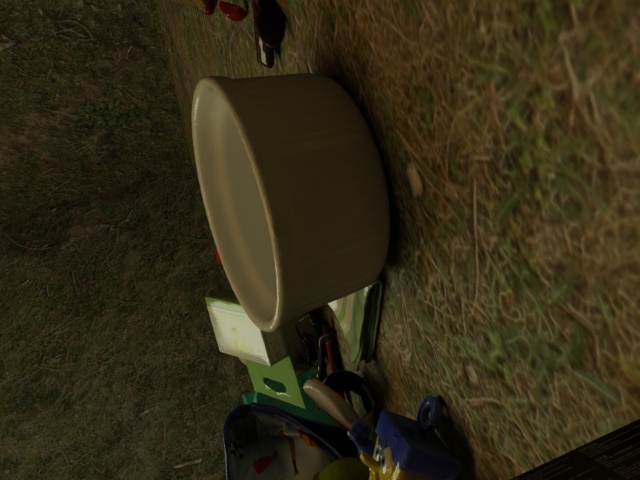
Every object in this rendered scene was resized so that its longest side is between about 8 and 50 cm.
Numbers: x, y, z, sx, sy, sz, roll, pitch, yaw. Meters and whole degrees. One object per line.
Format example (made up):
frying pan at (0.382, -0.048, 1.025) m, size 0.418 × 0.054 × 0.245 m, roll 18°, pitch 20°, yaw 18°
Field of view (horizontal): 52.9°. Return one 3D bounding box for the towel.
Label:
towel at (0.000, 0.000, 0.924) m, size 0.247 × 0.038 × 0.324 m, roll 90°, pitch 158°, yaw -54°

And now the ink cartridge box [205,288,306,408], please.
ink cartridge box at (-0.127, 0.214, 1.233) m, size 0.171 × 0.056 × 0.235 m, roll 4°, pitch 112°, yaw 48°

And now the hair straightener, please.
hair straightener at (-0.011, 0.223, 1.177) m, size 0.047 × 0.089 × 0.230 m, roll -65°, pitch -28°, yaw -49°

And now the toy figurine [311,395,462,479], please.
toy figurine at (0.112, 0.275, 0.729) m, size 0.362 × 0.191 × 0.217 m, roll -139°, pitch 62°, yaw -80°

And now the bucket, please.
bucket at (-0.050, 0.422, 1.423) m, size 0.281 × 0.183 × 0.281 m, roll 161°, pitch 90°, yaw -78°

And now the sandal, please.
sandal at (0.044, 0.240, 0.983) m, size 0.102 × 0.076 × 0.265 m, roll 33°, pitch 165°, yaw 20°

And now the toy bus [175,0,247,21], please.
toy bus at (-0.205, -0.414, 0.957) m, size 0.202 × 0.191 × 0.104 m, roll 24°, pitch 97°, yaw 43°

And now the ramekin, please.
ramekin at (-0.037, -0.050, 0.709) m, size 0.277 × 0.135 × 0.277 m, roll 164°, pitch 90°, yaw -71°

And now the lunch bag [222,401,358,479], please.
lunch bag at (-0.007, 0.470, 1.066) m, size 0.385 × 0.239 × 0.327 m, roll 42°, pitch 157°, yaw 33°

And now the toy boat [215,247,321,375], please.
toy boat at (-0.100, 0.122, 1.313) m, size 0.268 × 0.148 × 0.318 m, roll -4°, pitch 108°, yaw 51°

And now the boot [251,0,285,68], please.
boot at (-0.069, -0.257, 0.844) m, size 0.114 × 0.037 × 0.106 m, roll 102°, pitch 161°, yaw -61°

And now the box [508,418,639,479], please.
box at (0.125, 0.187, 0.281) m, size 0.045 × 0.191 × 0.184 m, roll -170°, pitch 61°, yaw -75°
